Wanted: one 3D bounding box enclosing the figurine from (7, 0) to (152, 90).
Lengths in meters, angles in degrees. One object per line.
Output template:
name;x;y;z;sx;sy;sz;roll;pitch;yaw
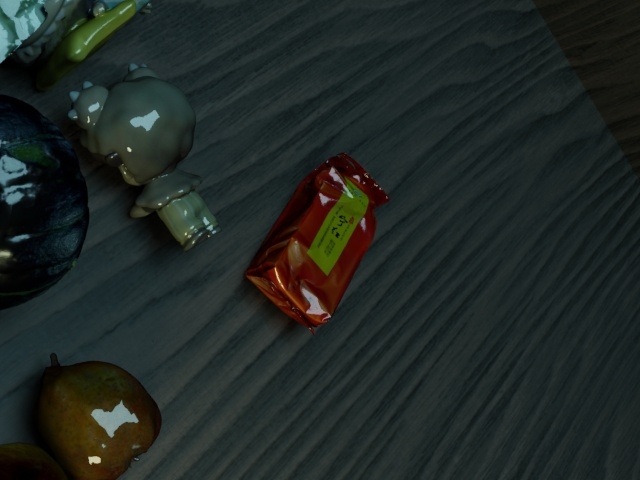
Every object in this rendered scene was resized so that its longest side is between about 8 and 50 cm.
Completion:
figurine;-0.517;-0.522;1.902;0.377;0.266;0.361;51;44;-15

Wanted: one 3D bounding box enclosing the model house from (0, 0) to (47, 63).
model house;-0.624;-0.383;1.660;0.295;0.329;0.251;-46;110;-14

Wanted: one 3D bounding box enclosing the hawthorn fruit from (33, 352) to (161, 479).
hawthorn fruit;-0.405;0.300;1.769;0.248;0.208;0.208;46;49;7

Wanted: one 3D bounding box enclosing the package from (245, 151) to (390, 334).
package;0.000;0.001;2.241;0.196;0.123;0.423;45;51;-22

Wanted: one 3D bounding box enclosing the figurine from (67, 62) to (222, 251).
figurine;-0.322;-0.159;1.974;0.248;0.203;0.380;-34;99;-45

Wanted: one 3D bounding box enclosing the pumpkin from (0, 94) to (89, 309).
pumpkin;-0.549;-0.067;1.649;0.266;0.363;0.363;-24;91;-44

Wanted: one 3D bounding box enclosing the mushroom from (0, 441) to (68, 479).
mushroom;-0.544;0.465;1.599;0.345;0.260;0.345;-2;92;-64
